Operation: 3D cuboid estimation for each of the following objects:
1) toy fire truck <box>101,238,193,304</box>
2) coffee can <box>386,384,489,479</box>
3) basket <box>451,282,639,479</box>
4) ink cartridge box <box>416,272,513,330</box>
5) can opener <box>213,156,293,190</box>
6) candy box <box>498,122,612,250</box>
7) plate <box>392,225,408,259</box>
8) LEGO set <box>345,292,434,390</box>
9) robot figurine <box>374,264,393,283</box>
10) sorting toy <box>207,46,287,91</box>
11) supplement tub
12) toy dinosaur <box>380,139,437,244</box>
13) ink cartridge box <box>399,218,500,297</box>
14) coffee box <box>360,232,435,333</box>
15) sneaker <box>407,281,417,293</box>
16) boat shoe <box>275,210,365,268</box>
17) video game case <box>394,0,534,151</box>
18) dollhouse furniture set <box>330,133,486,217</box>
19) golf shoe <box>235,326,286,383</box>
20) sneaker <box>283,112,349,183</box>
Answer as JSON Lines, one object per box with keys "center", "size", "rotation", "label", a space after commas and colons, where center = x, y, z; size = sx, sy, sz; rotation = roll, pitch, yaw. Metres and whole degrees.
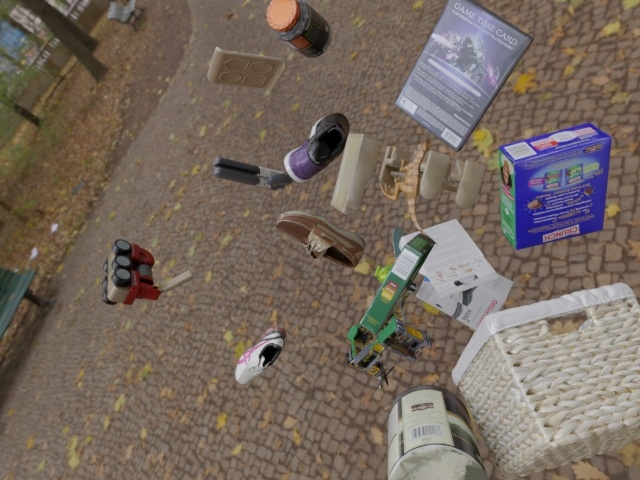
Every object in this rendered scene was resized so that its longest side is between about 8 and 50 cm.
{"center": [-0.574, 0.110, 1.629], "size": [0.158, 0.246, 0.217], "rotation": [-53, 38, 25], "label": "toy fire truck"}
{"center": [0.245, 0.468, 1.067], "size": [0.201, 0.201, 0.275], "rotation": [-46, 0, 12], "label": "coffee can"}
{"center": [0.501, 0.300, 1.025], "size": [0.329, 0.331, 0.266], "rotation": [-11, 53, -8], "label": "basket"}
{"center": [0.573, 0.198, 1.966], "size": [0.129, 0.308, 0.223], "rotation": [-45, -22, -44], "label": "ink cartridge box"}
{"center": [-0.228, -0.237, 1.703], "size": [0.095, 0.284, 0.075], "rotation": [-23, 65, 49], "label": "can opener"}
{"center": [0.677, -0.150, 1.433], "size": [0.268, 0.317, 0.122], "rotation": [-14, 34, 4], "label": "candy box"}
{"center": [0.306, 0.036, 1.762], "size": [0.024, 0.188, 0.188], "rotation": [-15, 50, 28], "label": "plate"}
{"center": [0.262, 0.360, 1.788], "size": [0.331, 0.192, 0.255], "rotation": [-54, 21, 19], "label": "LEGO set"}
{"center": [0.254, 0.127, 1.812], "size": [0.101, 0.115, 0.067], "rotation": [11, 104, 28], "label": "robot figurine"}
{"center": [-0.224, -0.517, 1.475], "size": [0.193, 0.208, 0.038], "rotation": [159, 114, -67], "label": "sorting toy"}
{"center": [-0.057, -0.585, 1.334], "size": [0.117, 0.190, 0.116], "rotation": [-1, 89, 27], "label": "supplement tub"}
{"center": [0.179, -0.099, 0.984], "size": [0.112, 0.064, 0.211], "rotation": [4, 92, 58], "label": "toy dinosaur"}
{"center": [0.346, 0.056, 1.334], "size": [0.181, 0.056, 0.224], "rotation": [-17, 54, -13], "label": "ink cartridge box"}
{"center": [0.145, 0.080, 0.921], "size": [0.040, 0.113, 0.184], "rotation": [32, 114, 16], "label": "coffee box"}
{"center": [0.307, 0.178, 1.985], "size": [0.071, 0.170, 0.068], "rotation": [-44, 20, 53], "label": "sneaker"}
{"center": [0.000, 0.000, 1.645], "size": [0.123, 0.325, 0.116], "rotation": [127, 160, -56], "label": "boat shoe"}
{"center": [0.297, -0.360, 1.064], "size": [0.196, 0.026, 0.274], "rotation": [44, 132, 19], "label": "video game case"}
{"center": [0.267, -0.183, 1.645], "size": [0.362, 0.394, 0.256], "rotation": [-138, 61, -71], "label": "dollhouse furniture set"}
{"center": [-0.157, 0.300, 1.231], "size": [0.186, 0.067, 0.086], "rotation": [-51, 13, 16], "label": "golf shoe"}
{"center": [0.029, -0.250, 1.230], "size": [0.124, 0.107, 0.283], "rotation": [-25, 23, 44], "label": "sneaker"}
